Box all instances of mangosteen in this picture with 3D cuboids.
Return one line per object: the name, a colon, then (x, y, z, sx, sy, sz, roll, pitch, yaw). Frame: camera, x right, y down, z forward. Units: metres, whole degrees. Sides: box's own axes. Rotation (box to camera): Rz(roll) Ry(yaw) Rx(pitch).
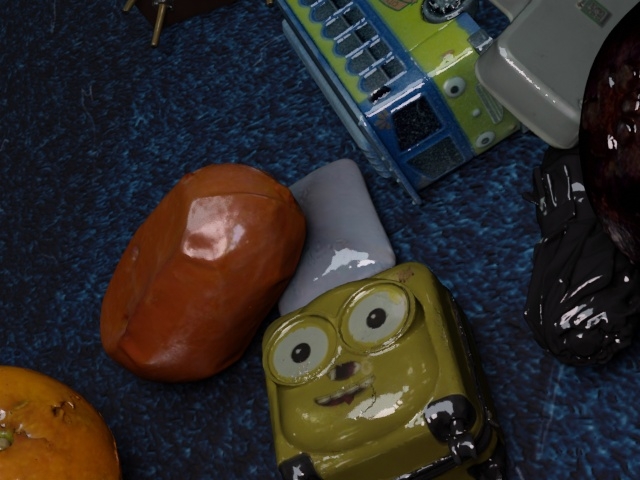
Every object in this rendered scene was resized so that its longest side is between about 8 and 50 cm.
mangosteen: (0.367, -0.096, 1.063, 0.314, 0.296, 0.297, -21, 36, -28)

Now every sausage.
sausage: (-0.123, 0.035, 1.332, 0.268, 0.141, 0.153, -54, 37, 26)

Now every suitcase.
suitcase: (0.050, 0.140, 1.174, 0.194, 0.143, 0.234, -26, 45, 15)

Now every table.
table: (-0.157, -0.344, 1.719, 0.240, 0.121, 0.111, -15, 49, 26)

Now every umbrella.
umbrella: (0.240, -0.024, 1.221, 0.118, 0.118, 0.340, -20, 39, 20)

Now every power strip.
power strip: (0.237, -0.225, 1.274, 0.265, 0.194, 0.059, -47, -3, -35)

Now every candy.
candy: (0.000, 0.000, 1.372, 0.138, 0.071, 0.174, -33, 44, 14)

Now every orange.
orange: (-0.319, 0.248, 1.286, 0.246, 0.246, 0.246, -19, 48, 22)

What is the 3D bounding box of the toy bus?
toy bus: (0.087, -0.207, 1.421, 0.190, 0.152, 0.312, -34, 44, 4)
